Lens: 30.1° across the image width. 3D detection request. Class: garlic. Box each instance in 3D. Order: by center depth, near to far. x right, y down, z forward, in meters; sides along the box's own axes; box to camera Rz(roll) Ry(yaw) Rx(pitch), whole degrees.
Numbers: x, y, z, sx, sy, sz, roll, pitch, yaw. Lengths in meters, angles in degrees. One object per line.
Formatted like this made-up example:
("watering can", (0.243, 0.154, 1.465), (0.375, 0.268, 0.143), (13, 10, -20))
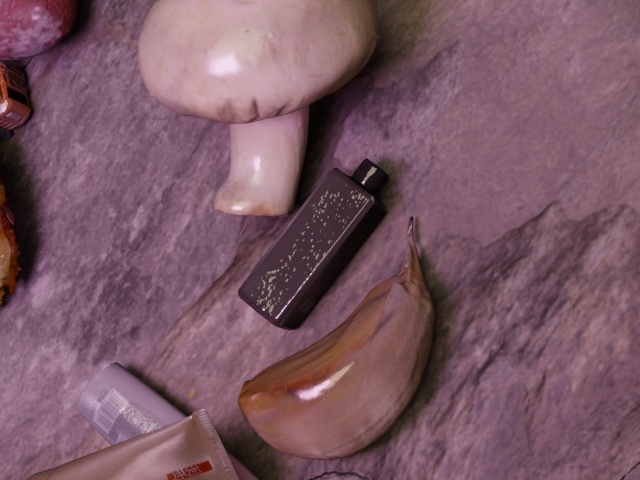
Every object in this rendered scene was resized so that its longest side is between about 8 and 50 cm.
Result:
("garlic", (0.038, 0.137, 1.506), (0.338, 0.151, 0.196), (-46, 49, 8))

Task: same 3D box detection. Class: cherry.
("cherry", (-0.484, -0.368, 1.695), (0.285, 0.213, 0.236), (27, 77, 18))

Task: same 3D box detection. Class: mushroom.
("mushroom", (-0.100, -0.232, 1.527), (0.315, 0.315, 0.356), (38, 93, 19))

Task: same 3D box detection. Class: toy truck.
("toy truck", (-0.521, -0.183, 1.751), (0.192, 0.083, 0.092), (-25, 75, 13))

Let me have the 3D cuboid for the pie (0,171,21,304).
("pie", (-0.550, -0.019, 1.695), (0.308, 0.085, 0.308), (4, 102, 18))

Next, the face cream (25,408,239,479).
("face cream", (-0.247, 0.310, 1.534), (0.341, 0.084, 0.137), (-19, 99, 32))

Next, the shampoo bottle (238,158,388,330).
("shampoo bottle", (0.000, 0.000, 1.565), (0.079, 0.080, 0.246), (39, 93, 19))

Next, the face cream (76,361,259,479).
("face cream", (-0.205, 0.278, 1.584), (0.269, 0.073, 0.107), (37, 109, 19))
